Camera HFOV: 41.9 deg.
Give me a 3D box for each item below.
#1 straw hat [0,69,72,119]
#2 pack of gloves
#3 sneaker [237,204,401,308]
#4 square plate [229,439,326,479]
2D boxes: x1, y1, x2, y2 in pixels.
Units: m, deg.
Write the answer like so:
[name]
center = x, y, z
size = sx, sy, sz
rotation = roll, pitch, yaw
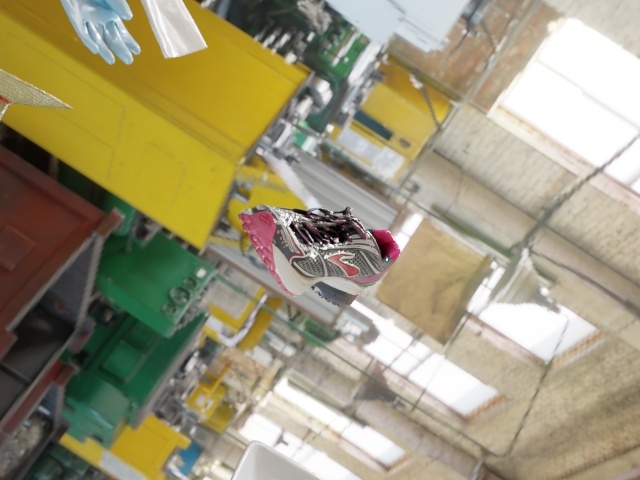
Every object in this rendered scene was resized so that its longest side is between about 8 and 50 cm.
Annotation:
[straw hat]
center = -0.249, -0.095, 0.567
size = 0.144, 0.144, 0.061
rotation = 92, 23, -89
[pack of gloves]
center = -0.238, -0.329, 1.007
size = 0.046, 0.232, 0.195
rotation = -20, -173, 40
[sneaker]
center = 0.000, 0.000, 1.072
size = 0.112, 0.121, 0.299
rotation = -38, 157, 16
[square plate]
center = 0.028, 0.368, 0.709
size = 0.049, 0.344, 0.347
rotation = -58, 180, 26
